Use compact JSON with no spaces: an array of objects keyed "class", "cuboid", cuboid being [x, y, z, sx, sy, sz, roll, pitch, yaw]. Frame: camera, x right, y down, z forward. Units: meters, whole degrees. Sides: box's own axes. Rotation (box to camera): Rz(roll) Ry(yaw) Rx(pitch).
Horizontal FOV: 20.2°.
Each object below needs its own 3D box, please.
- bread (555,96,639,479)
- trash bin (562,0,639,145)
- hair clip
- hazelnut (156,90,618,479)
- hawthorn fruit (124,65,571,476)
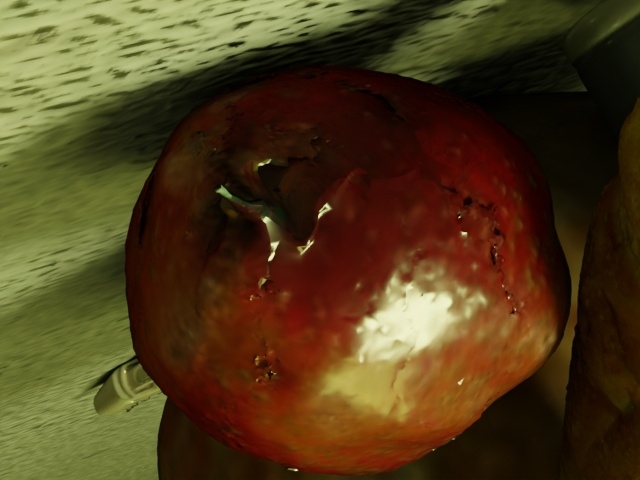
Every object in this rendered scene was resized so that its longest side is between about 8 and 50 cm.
[{"class":"bread","cuboid":[0.150,0.075,0.754,0.084,0.124,0.344,-20,136,-29]},{"class":"trash bin","cuboid":[0.269,-0.077,0.833,0.290,0.209,0.182,-27,171,-24]},{"class":"hair clip","cuboid":[-0.116,0.093,1.374,0.226,0.034,0.072,-28,167,36]},{"class":"hazelnut","cuboid":[0.105,0.086,1.019,0.409,0.359,0.359,-19,171,-9]},{"class":"hawthorn fruit","cuboid":[0.000,0.000,0.728,0.181,0.181,0.235,-26,155,14]}]
